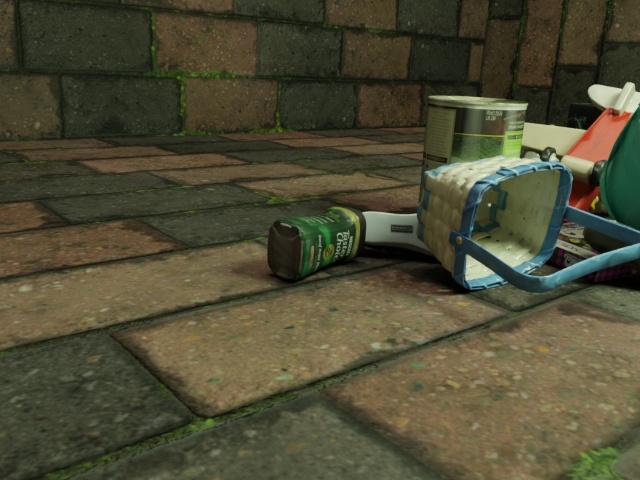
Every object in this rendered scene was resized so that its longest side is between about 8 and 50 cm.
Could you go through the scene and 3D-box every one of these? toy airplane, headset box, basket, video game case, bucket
[{"bbox_3d":[0.675,-0.191,1.505,0.385,0.272,0.386,-15,43,6],"label":"toy airplane"},{"bbox_3d":[0.938,-0.328,2.084,0.131,0.246,0.283,-1,15,-12],"label":"headset box"},{"bbox_3d":[0.311,-0.020,0.965,0.255,0.200,0.289,-12,25,-28],"label":"basket"},{"bbox_3d":[0.511,0.014,1.171,0.232,0.041,0.210,-5,20,-27],"label":"video game case"},{"bbox_3d":[0.636,-0.116,1.072,0.281,0.281,0.183,2,-28,-3],"label":"bucket"}]

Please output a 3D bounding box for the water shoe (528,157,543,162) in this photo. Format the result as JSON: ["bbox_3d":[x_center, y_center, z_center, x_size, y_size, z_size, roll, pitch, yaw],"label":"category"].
[{"bbox_3d":[0.454,-0.083,1.338,0.080,0.073,0.203,-12,55,19],"label":"water shoe"}]

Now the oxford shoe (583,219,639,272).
[{"bbox_3d":[0.534,0.021,1.023,0.212,0.076,0.076,29,10,7],"label":"oxford shoe"}]

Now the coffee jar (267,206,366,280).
[{"bbox_3d":[0.000,0.000,1.028,0.079,0.096,0.184,18,22,35],"label":"coffee jar"}]

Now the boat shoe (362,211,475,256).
[{"bbox_3d":[0.165,-0.005,1.135,0.229,0.080,0.076,4,-12,0],"label":"boat shoe"}]

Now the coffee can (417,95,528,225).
[{"bbox_3d":[0.311,-0.156,1.307,0.202,0.275,0.201,2,16,-1],"label":"coffee can"}]
